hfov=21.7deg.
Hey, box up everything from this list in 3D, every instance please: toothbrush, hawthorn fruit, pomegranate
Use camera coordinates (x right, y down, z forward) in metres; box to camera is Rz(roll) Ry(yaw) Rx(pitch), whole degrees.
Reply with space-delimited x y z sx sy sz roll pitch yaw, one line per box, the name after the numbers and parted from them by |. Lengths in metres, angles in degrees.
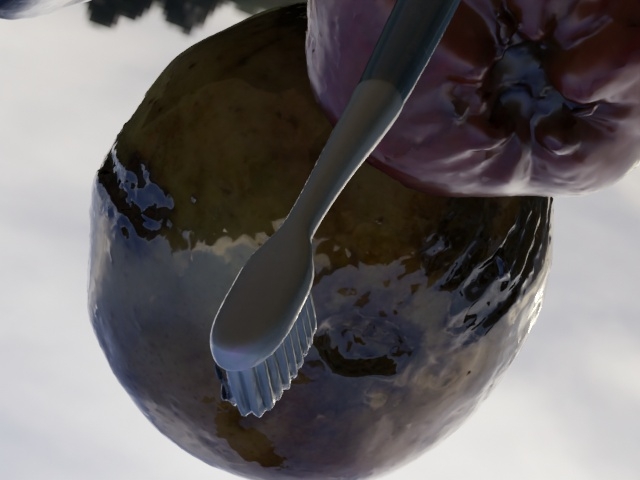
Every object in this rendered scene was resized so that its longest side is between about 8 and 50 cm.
0.023 -0.049 0.474 0.019 0.025 0.276 2 -142 20 | toothbrush
0.110 -0.150 0.890 0.211 0.211 0.299 22 -135 -2 | hawthorn fruit
0.000 0.000 1.086 0.322 0.322 0.322 20 -163 -6 | pomegranate

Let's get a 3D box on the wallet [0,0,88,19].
-0.042 -0.251 1.043 0.228 0.062 0.406 -28 -176 -38 | wallet
